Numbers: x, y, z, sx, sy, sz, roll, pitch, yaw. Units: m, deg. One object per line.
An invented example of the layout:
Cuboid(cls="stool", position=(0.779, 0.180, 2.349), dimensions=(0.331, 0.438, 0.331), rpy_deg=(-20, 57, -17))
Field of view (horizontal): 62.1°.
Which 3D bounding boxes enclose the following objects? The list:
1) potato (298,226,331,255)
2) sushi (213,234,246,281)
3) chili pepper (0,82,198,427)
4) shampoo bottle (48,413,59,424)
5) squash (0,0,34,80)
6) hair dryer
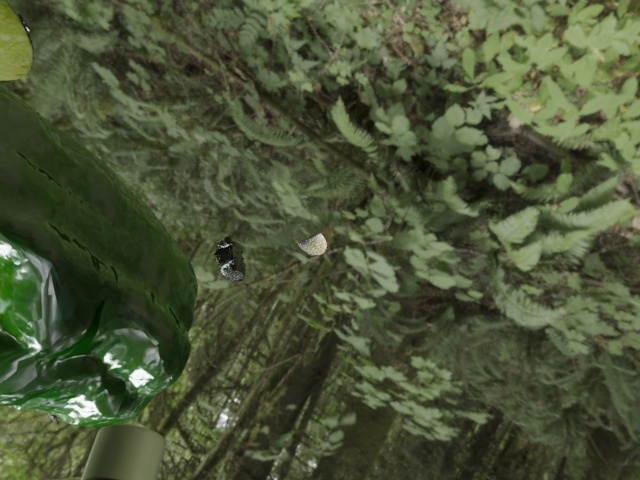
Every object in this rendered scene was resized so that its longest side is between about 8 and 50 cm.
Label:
Cuboid(cls="potato", position=(0.001, 0.001, 0.939), dimensions=(0.037, 0.036, 0.093), rpy_deg=(51, 151, -8))
Cuboid(cls="sushi", position=(-0.198, 0.041, 1.157), dimensions=(0.084, 0.056, 0.083), rpy_deg=(71, -178, -68))
Cuboid(cls="chili pepper", position=(-0.235, 0.012, 0.374), dimensions=(0.167, 0.213, 0.385), rpy_deg=(24, 164, 43))
Cuboid(cls="shampoo bottle", position=(-0.551, 0.330, 1.298), dimensions=(0.071, 0.284, 0.153), rpy_deg=(44, 163, 15))
Cuboid(cls="squash", position=(-0.465, -0.270, 0.603), dimensions=(0.237, 0.204, 0.155), rpy_deg=(-4, -156, 15))
Cuboid(cls="hair dryer", position=(-0.467, 0.462, 0.969), dimensions=(0.362, 0.203, 0.128), rpy_deg=(-12, 136, 19))
